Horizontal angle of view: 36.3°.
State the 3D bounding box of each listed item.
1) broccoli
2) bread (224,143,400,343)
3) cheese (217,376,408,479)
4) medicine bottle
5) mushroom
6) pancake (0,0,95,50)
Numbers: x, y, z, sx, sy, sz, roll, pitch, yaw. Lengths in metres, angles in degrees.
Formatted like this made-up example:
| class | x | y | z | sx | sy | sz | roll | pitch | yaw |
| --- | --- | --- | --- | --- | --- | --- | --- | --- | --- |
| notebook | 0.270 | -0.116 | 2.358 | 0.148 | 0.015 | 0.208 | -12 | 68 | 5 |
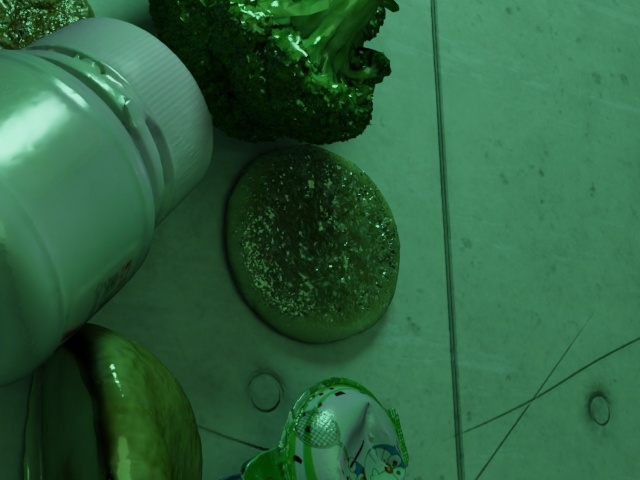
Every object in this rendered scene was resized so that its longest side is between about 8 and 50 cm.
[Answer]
| class | x | y | z | sx | sy | sz | roll | pitch | yaw |
| --- | --- | --- | --- | --- | --- | --- | --- | --- | --- |
| broccoli | -0.047 | -0.281 | 1.098 | 0.321 | 0.310 | 0.413 | 28 | 32 | 4 |
| bread | 0.000 | 0.000 | 1.215 | 0.267 | 0.040 | 0.266 | 12 | 69 | -33 |
| cheese | -0.002 | 0.266 | 1.085 | 0.320 | 0.083 | 0.203 | -14 | 90 | -49 |
| medicine bottle | -0.267 | -0.049 | 0.887 | 0.256 | 0.256 | 0.325 | 53 | 39 | -12 |
| mushroom | -0.175 | 0.231 | 0.906 | 0.212 | 0.217 | 0.291 | 26 | 62 | -33 |
| pancake | -0.310 | -0.231 | 1.066 | 0.152 | 0.025 | 0.151 | 13 | 68 | -34 |
